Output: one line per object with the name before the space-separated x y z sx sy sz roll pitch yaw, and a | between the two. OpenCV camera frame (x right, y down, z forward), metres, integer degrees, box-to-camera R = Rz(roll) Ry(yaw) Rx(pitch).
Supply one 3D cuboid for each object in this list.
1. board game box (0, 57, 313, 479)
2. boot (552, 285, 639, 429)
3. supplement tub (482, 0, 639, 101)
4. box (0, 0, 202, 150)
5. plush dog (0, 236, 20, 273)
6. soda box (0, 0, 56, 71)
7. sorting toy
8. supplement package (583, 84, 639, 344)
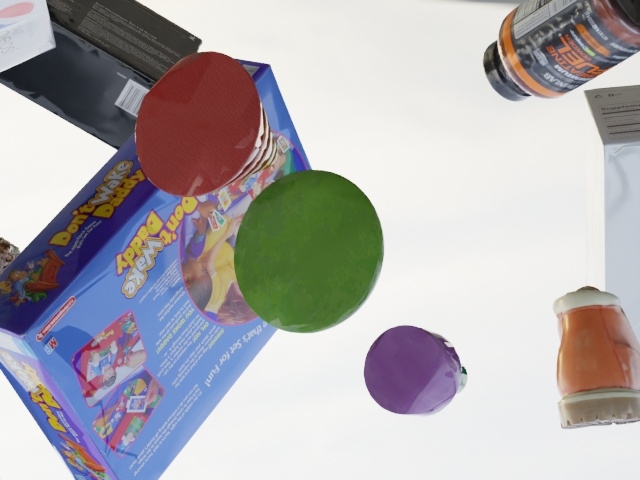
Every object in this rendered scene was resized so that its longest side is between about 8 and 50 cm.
board game box | -0.133 0.033 1.375 0.078 0.233 0.347 14 -128 37
boot | 0.175 0.070 0.917 0.059 0.084 0.158 -12 168 17
supplement tub | 0.250 -0.207 1.523 0.106 0.106 0.198 -13 169 -37
box | -0.275 -0.220 1.674 0.261 0.103 0.184 30 -153 -10
plush dog | -0.514 0.029 2.063 0.225 0.210 0.262 9 -174 -18
soda box | -0.273 -0.209 1.278 0.069 0.074 0.216 -26 174 -10
sorting toy | 0.000 0.000 1.223 0.365 0.127 0.126 49 -166 25
supplement package | 0.401 -0.030 1.677 0.204 0.261 0.145 -5 -150 3
